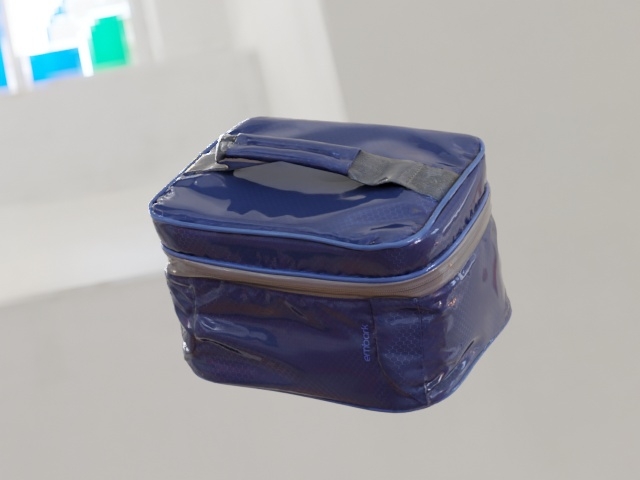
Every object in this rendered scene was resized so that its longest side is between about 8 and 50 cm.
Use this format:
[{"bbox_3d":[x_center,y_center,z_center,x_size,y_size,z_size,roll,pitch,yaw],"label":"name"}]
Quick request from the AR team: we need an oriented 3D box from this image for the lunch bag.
[{"bbox_3d":[0.000,0.000,0.550,0.098,0.065,0.067,7,33,27],"label":"lunch bag"}]
